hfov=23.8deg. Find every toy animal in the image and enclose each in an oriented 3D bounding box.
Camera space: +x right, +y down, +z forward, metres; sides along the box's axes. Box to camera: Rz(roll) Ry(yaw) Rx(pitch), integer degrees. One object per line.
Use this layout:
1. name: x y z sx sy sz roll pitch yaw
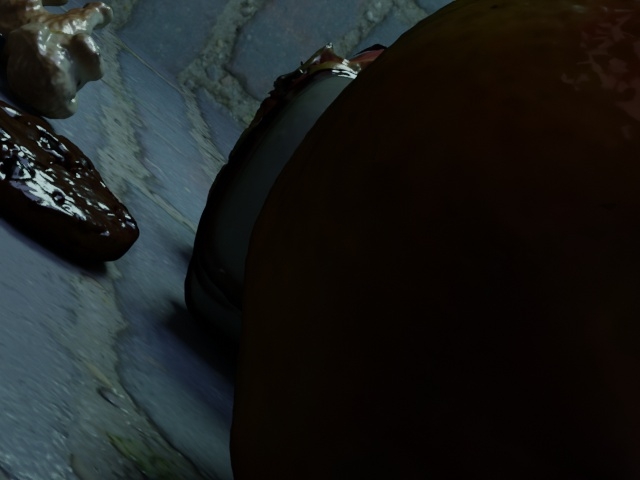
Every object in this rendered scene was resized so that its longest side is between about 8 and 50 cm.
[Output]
1. toy animal: -0.308 -0.193 1.524 0.183 0.104 0.185 11 31 -11

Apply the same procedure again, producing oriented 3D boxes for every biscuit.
1. biscuit: -0.216 -0.054 1.132 0.192 0.049 0.192 35 8 -6

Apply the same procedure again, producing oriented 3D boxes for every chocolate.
1. chocolate: 0.000 0.000 1.200 0.186 0.284 0.283 25 7 -3

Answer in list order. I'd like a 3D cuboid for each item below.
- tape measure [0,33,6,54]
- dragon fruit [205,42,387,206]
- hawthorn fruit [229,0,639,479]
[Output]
1. tape measure: -0.316 -0.168 1.156 0.125 0.081 0.146 22 1 -42
2. dragon fruit: 0.030 -0.007 1.457 0.296 0.314 0.263 25 34 17
3. hawthorn fruit: 0.177 0.054 0.864 0.472 0.472 0.472 40 6 -5
